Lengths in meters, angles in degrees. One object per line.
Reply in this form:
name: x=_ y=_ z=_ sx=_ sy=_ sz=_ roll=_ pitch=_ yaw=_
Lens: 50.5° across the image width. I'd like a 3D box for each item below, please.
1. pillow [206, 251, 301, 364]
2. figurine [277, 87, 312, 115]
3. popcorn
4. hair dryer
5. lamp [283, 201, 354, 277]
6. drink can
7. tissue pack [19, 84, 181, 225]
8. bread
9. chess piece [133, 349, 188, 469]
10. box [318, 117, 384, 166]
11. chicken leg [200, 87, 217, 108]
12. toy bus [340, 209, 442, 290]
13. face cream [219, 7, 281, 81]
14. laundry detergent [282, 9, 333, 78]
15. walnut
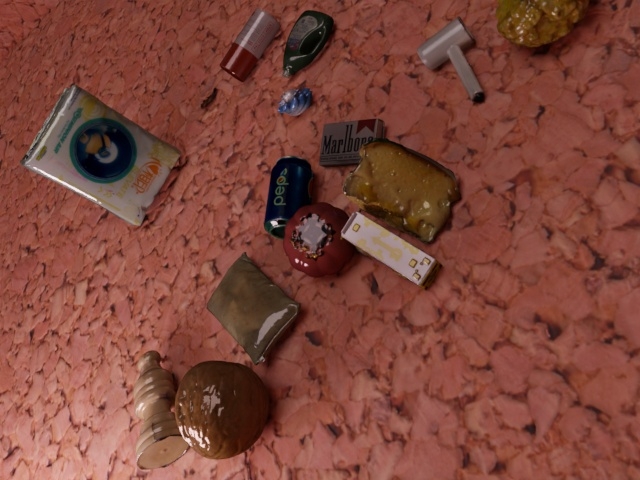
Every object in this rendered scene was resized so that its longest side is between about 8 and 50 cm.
pillow: x=-0.173 y=0.167 z=1.712 sx=0.185 sy=0.075 sz=0.302 roll=-53 pitch=44 yaw=1
figurine: x=-0.067 y=-0.398 z=1.916 sx=0.114 sy=0.079 sz=0.114 roll=-33 pitch=6 yaw=4
popcorn: x=0.481 y=-0.527 z=1.483 sx=0.218 sy=0.169 sz=0.189 roll=-30 pitch=52 yaw=18
hair dryer: x=0.331 y=-0.411 z=1.628 sx=0.131 sy=0.073 sz=0.237 roll=-33 pitch=60 yaw=23
lamp: x=0.000 y=0.000 z=1.624 sx=0.181 sy=0.140 sz=0.182 roll=-4 pitch=78 yaw=19
drink can: x=-0.079 y=-0.109 z=1.751 sx=0.118 sy=0.118 sz=0.205 roll=-12 pitch=62 yaw=34
tissue pack: x=-0.674 y=-0.258 z=2.108 sx=0.287 sy=0.388 sz=0.162 roll=-60 pitch=30 yaw=-4
bread: x=0.179 y=-0.112 z=1.540 sx=0.174 sy=0.251 sz=0.133 roll=-64 pitch=3 yaw=-5
chess piece: x=-0.434 y=0.424 z=1.771 sx=0.307 sy=0.124 sz=0.139 roll=-116 pitch=36 yaw=-43
box: x=0.078 y=-0.250 z=1.746 sx=0.177 sy=0.035 sz=0.115 roll=2 pitch=79 yaw=39
chicken leg: x=-0.364 y=-0.464 z=2.228 sx=0.083 sy=0.021 sz=0.036 roll=-50 pitch=37 yaw=6
toy bus: x=0.152 y=0.023 z=1.493 sx=0.226 sy=0.074 sz=0.081 roll=35 pitch=92 yaw=23
face cream: x=-0.223 y=-0.615 z=2.142 sx=0.095 sy=0.095 sz=0.214 roll=35 pitch=92 yaw=44
laundry detergent: x=-0.048 y=-0.574 z=2.005 sx=0.137 sy=0.063 sz=0.211 roll=23 pitch=83 yaw=37
walnut: x=-0.227 y=0.387 z=1.553 sx=0.227 sy=0.228 sz=0.228 roll=-18 pitch=57 yaw=31
